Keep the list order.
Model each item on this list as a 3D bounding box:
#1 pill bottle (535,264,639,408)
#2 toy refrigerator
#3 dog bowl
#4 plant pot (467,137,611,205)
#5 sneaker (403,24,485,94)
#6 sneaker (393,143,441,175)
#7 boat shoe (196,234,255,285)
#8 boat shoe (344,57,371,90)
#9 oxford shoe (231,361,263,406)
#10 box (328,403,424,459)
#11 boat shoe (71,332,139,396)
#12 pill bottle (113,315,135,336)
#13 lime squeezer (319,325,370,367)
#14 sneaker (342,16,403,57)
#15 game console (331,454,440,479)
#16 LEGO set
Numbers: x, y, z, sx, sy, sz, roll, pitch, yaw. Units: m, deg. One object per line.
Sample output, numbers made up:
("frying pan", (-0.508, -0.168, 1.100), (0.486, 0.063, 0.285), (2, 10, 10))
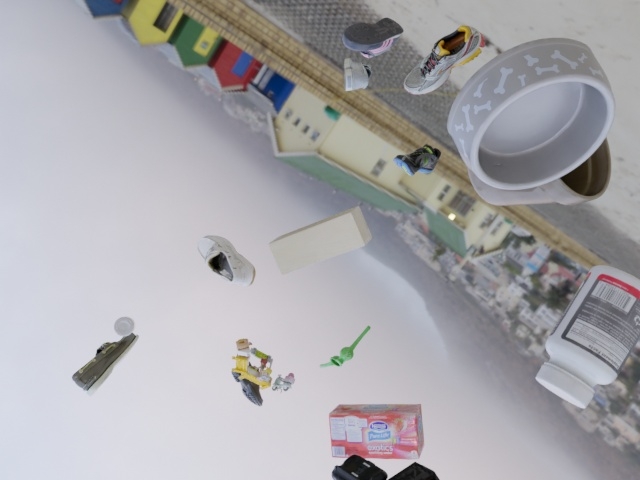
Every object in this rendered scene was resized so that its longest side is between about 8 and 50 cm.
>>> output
("pill bottle", (0.659, 0.234, 1.525), (0.176, 0.318, 0.176), (34, 174, 4))
("toy refrigerator", (0.000, 0.000, 1.791), (0.102, 0.269, 0.094), (66, -157, -7))
("dog bowl", (0.448, -0.246, 1.328), (0.349, 0.349, 0.102), (25, -143, -38))
("plant pot", (0.562, -0.224, 1.696), (0.323, 0.323, 0.280), (28, 152, -27))
("sneaker", (0.295, -0.456, 1.580), (0.093, 0.225, 0.088), (13, -135, -54))
("sneaker", (0.249, -0.212, 1.612), (0.067, 0.078, 0.188), (45, -149, 22))
("boat shoe", (-0.319, 0.056, 1.988), (0.096, 0.098, 0.277), (2, -159, -47))
("boat shoe", (0.110, -0.488, 1.870), (0.081, 0.079, 0.227), (0, -154, 1))
("oxford shoe", (-0.255, 0.548, 2.418), (0.083, 0.096, 0.227), (16, 137, 37))
("box", (0.191, 0.642, 2.142), (0.300, 0.154, 0.142), (-5, 180, 17))
("boat shoe", (-0.711, 0.390, 2.109), (0.091, 0.109, 0.305), (38, -151, -6))
("pill bottle", (-0.652, 0.285, 2.108), (0.065, 0.065, 0.116), (33, 169, -8))
("lime squeezer", (0.082, 0.460, 2.566), (0.059, 0.310, 0.110), (33, -149, -22))
("sneaker", (0.167, -0.674, 2.174), (0.112, 0.131, 0.319), (49, -137, 12))
("game console", (0.152, 0.648, 1.697), (0.361, 0.213, 0.044), (-3, 108, 65))
("LEGO set", (-0.194, 0.354, 1.911), (0.287, 0.132, 0.107), (53, -142, -40))
